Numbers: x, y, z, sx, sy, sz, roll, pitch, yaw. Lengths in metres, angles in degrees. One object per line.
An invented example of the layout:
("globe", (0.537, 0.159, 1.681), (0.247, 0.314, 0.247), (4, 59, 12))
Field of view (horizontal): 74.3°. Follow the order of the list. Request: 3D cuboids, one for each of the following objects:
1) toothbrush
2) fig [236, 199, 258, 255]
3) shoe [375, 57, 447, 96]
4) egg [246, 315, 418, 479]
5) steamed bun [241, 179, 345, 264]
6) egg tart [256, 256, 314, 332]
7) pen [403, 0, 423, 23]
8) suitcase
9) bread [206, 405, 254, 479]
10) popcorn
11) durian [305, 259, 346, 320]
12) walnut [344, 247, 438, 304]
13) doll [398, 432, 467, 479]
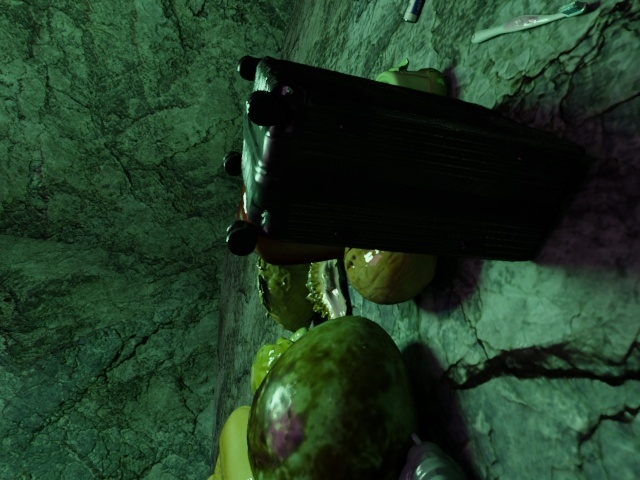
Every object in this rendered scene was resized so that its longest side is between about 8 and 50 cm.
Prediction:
("toothbrush", (0.251, -0.271, 0.533), (0.204, 0.022, 0.017), (-127, 52, -70))
("fig", (-0.134, -0.058, 1.259), (0.224, 0.224, 0.262), (147, 126, -66))
("shoe", (0.126, -0.167, 0.722), (0.140, 0.128, 0.261), (-101, 26, -79))
("egg", (0.021, 0.248, 0.605), (0.238, 0.239, 0.289), (145, 140, -65))
("steamed bun", (-0.024, -0.094, 0.856), (0.379, 0.235, 0.248), (-93, -9, -53))
("egg tart", (-0.067, 0.113, 1.072), (0.099, 0.231, 0.252), (-28, 12, 25))
("pen", (0.206, -0.514, 0.787), (0.025, 0.025, 0.204), (-108, 33, -55))
("suitcase", (0.069, -0.090, 0.479), (0.229, 0.336, 0.152), (-111, 31, -57))
("bread", (-0.116, 0.543, 0.844), (0.360, 0.250, 0.394), (-67, 17, -4))
("popcorn", (-0.048, 0.292, 0.888), (0.221, 0.184, 0.204), (0, 111, 69))
("durian", (0.008, 0.123, 0.958), (0.224, 0.079, 0.140), (-104, 29, -55))
("walnut", (0.104, 0.018, 0.620), (0.180, 0.144, 0.144), (108, 165, -68))
("doll", (0.141, 0.314, 0.483), (0.094, 0.079, 0.180), (83, 174, -65))
